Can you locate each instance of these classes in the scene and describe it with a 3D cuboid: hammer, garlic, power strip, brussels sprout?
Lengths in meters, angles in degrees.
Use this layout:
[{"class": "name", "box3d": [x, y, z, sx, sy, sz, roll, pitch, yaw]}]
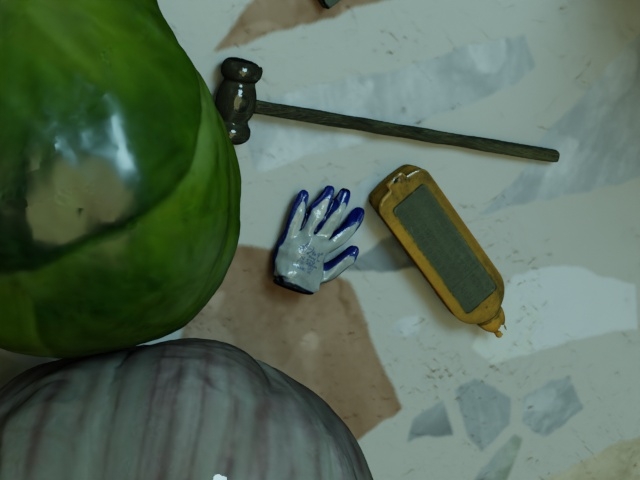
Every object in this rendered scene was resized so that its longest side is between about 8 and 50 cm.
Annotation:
[{"class": "hammer", "box3d": [0.059, -0.084, 0.900, 0.292, 0.029, 0.058, 6, 106, -26]}, {"class": "garlic", "box3d": [-0.097, 0.190, 0.785, 0.317, 0.259, 0.317, -3, 141, -2]}, {"class": "power strip", "box3d": [0.098, 0.013, 0.943, 0.049, 0.028, 0.178, -41, 117, -6]}, {"class": "brussels sprout", "box3d": [-0.167, -0.063, 0.715, 0.219, 0.210, 0.271, -11, 89, 6]}]

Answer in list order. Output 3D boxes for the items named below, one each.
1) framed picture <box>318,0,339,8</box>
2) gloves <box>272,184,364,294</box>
[{"class": "framed picture", "box3d": [0.013, -0.308, 0.812, 0.184, 0.016, 0.250, -38, 116, -7]}, {"class": "gloves", "box3d": [0.000, 0.000, 0.901, 0.064, 0.026, 0.086, 20, 94, -28]}]
